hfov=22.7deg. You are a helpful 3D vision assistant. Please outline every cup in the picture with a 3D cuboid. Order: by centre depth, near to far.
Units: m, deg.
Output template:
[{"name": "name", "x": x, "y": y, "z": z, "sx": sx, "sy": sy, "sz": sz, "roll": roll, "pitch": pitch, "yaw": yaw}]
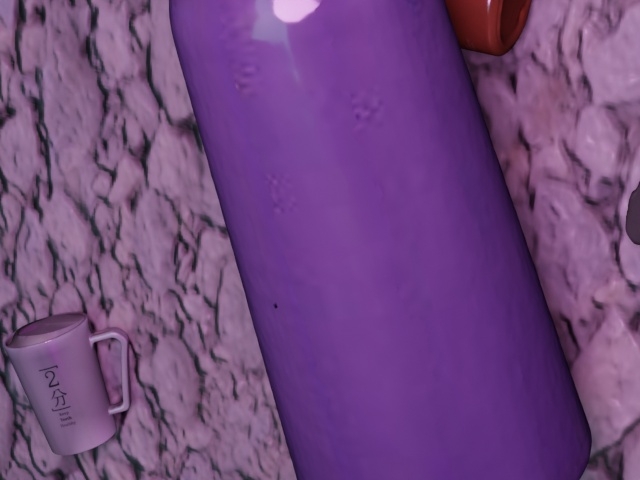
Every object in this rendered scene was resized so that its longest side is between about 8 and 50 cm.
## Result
[{"name": "cup", "x": -0.211, "y": 0.119, "z": 1.395, "sx": 0.104, "sy": 0.074, "sz": 0.116, "roll": -17, "pitch": 105, "yaw": 3}]

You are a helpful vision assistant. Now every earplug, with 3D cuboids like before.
[{"name": "earplug", "x": 0.032, "y": -0.025, "z": 1.070, "sx": 0.215, "sy": 0.215, "sz": 0.456, "roll": -3, "pitch": 117, "yaw": 29}]

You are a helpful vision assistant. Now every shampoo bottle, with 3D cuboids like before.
[{"name": "shampoo bottle", "x": 0.027, "y": -0.191, "z": 1.134, "sx": 0.244, "sy": 0.085, "sz": 0.085, "roll": 13, "pitch": 114, "yaw": 24}]

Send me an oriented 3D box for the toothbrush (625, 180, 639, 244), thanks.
[{"name": "toothbrush", "x": 0.242, "y": -0.137, "z": 1.069, "sx": 0.030, "sy": 0.030, "sz": 0.297, "roll": 19, "pitch": 116, "yaw": 31}]
